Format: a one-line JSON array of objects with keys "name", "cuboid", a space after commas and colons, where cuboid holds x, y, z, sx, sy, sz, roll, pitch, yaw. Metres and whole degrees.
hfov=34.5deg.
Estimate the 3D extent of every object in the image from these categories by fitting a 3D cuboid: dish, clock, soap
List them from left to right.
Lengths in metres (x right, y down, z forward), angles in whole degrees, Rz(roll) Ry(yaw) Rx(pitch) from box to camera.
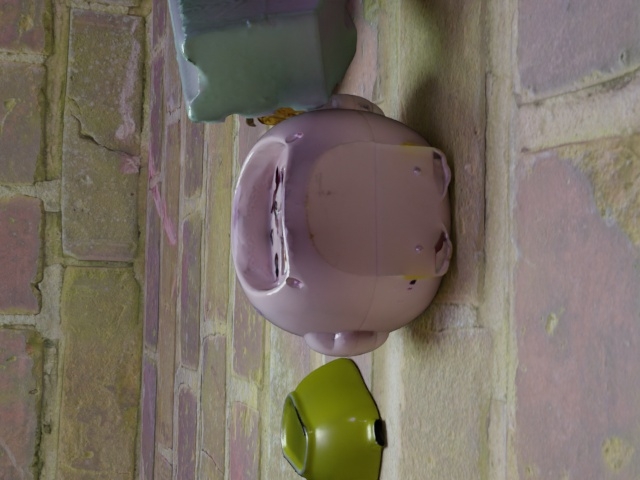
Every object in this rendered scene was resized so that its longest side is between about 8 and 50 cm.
[{"name": "soap", "cuboid": [-0.091, -0.358, 1.492, 0.446, 0.261, 0.156, -106, 8, -50]}, {"name": "clock", "cuboid": [0.000, -0.016, 1.483, 0.377, 0.251, 0.368, 156, 115, -69]}, {"name": "dish", "cuboid": [0.005, 0.318, 1.659, 0.262, 0.108, 0.221, -130, 44, -64]}]

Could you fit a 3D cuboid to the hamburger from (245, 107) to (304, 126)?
[{"name": "hamburger", "cuboid": [-0.111, -0.342, 1.807, 0.170, 0.290, 0.314, -24, 74, 30]}]
